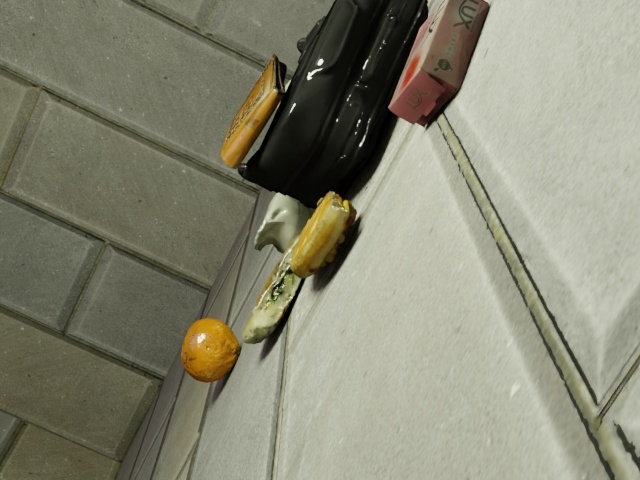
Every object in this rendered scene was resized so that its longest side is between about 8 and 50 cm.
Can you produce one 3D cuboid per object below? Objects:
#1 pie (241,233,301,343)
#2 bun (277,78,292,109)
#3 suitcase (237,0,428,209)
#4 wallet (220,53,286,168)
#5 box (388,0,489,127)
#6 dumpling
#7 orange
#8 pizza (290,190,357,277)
[{"bbox_3d":[-0.072,0.086,1.691,0.218,0.052,0.185,-64,3,-14],"label":"pie"},{"bbox_3d":[0.020,-0.285,1.942,0.220,0.134,0.220,-42,-11,-10],"label":"bun"},{"bbox_3d":[0.025,-0.247,1.609,0.345,0.188,0.339,-65,7,-22],"label":"suitcase"},{"bbox_3d":[-0.110,-0.216,1.624,0.161,0.042,0.195,-57,13,23],"label":"wallet"},{"bbox_3d":[0.150,-0.233,1.235,0.111,0.060,0.156,-46,21,61],"label":"box"},{"bbox_3d":[-0.072,-0.028,1.878,0.150,0.092,0.176,-55,11,35],"label":"dumpling"},{"bbox_3d":[-0.228,0.229,2.013,0.135,0.117,0.135,23,-90,-84],"label":"orange"},{"bbox_3d":[0.003,0.000,1.446,0.246,0.058,0.127,126,166,-58],"label":"pizza"}]
